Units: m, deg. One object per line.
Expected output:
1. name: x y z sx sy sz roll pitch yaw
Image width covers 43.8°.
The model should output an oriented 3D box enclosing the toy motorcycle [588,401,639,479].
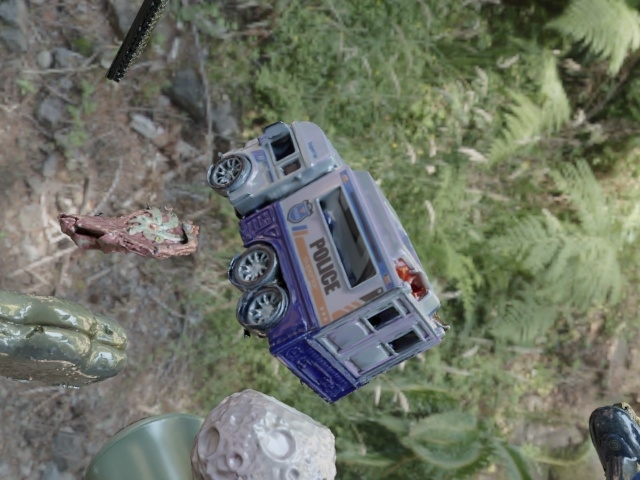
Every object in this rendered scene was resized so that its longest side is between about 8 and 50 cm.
1. toy motorcycle: 0.403 0.375 0.958 0.212 0.125 0.359 -31 97 -56

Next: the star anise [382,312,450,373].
1. star anise: 0.139 0.187 1.503 0.099 0.220 0.214 57 36 6

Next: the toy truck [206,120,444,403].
1. toy truck: 0.000 0.000 0.752 0.124 0.155 0.268 50 15 -46

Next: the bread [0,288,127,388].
1. bread: -0.414 0.120 1.060 0.183 0.337 0.102 -31 -128 53

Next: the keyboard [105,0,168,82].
1. keyboard: -0.218 -0.296 1.034 0.231 0.023 0.072 -45 -167 44

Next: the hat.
1. hat: -0.328 -0.019 1.526 0.286 0.236 0.107 -1 109 -65

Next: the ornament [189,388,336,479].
1. ornament: -0.105 0.394 1.391 0.225 0.259 0.259 -63 160 -7

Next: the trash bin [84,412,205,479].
1. trash bin: -0.280 0.550 1.560 0.432 0.280 0.280 54 -12 36
